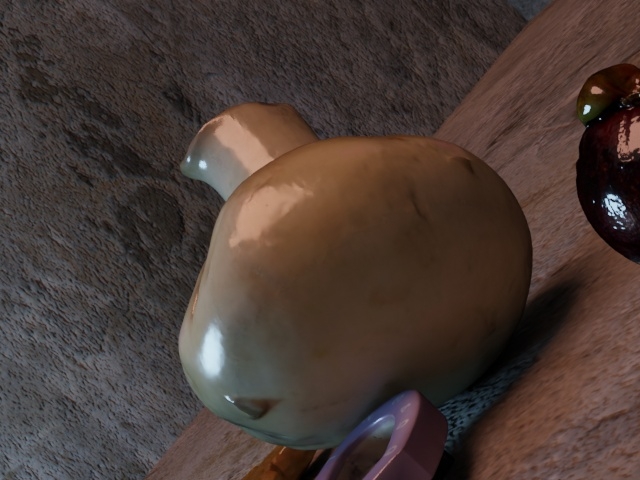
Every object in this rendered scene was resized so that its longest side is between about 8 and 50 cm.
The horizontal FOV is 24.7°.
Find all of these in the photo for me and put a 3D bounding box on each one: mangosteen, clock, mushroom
[{"bbox_3d":[0.229,-0.057,0.933,0.152,0.152,0.152,-47,4,4],"label":"mangosteen"},{"bbox_3d":[0.040,0.194,1.084,0.198,0.064,0.172,-51,7,-35],"label":"clock"},{"bbox_3d":[0.000,0.000,1.260,0.314,0.336,0.314,-23,-36,-18],"label":"mushroom"}]

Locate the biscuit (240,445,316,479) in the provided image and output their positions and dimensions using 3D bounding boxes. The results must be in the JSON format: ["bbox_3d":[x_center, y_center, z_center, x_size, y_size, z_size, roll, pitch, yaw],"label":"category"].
[{"bbox_3d":[-0.123,0.335,1.522,0.376,0.051,0.269,-47,1,-13],"label":"biscuit"}]

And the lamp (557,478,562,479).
[{"bbox_3d":[0.014,0.196,0.726,0.223,0.151,0.215,-47,8,-24],"label":"lamp"}]
